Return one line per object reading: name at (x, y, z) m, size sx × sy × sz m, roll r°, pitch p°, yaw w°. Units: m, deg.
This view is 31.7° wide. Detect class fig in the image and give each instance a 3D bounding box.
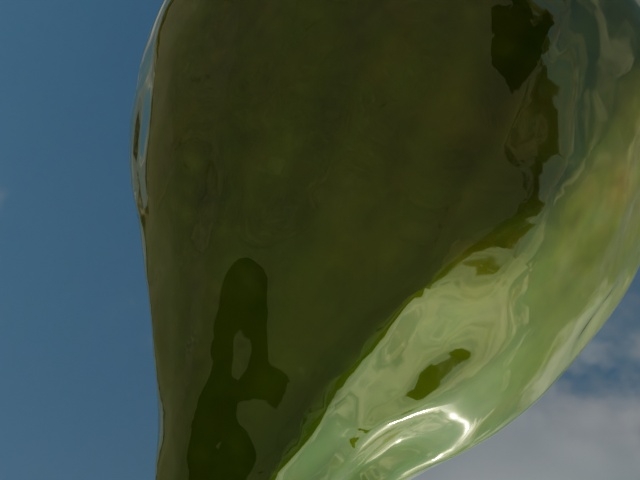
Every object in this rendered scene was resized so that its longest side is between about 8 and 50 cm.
fig at (0.018, -0.007, 0.464) m, size 0.233 × 0.233 × 0.314 m, roll 13°, pitch -93°, yaw 41°
